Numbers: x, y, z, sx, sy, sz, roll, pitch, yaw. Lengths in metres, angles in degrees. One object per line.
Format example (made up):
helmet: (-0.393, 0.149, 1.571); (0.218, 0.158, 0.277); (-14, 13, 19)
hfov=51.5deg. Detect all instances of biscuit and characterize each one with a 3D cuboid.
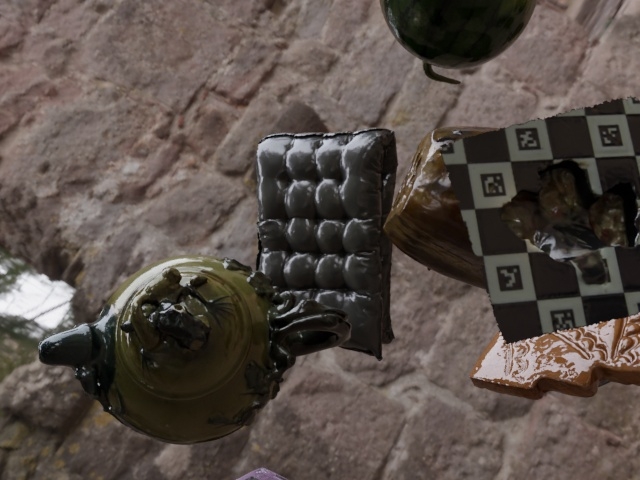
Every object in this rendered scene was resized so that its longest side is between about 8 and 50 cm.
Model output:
biscuit: (0.364, 0.146, 0.981); (0.306, 0.043, 0.284); (-25, 23, 10)

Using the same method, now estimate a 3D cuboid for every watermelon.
watermelon: (0.157, -0.293, 0.790); (0.188, 0.188, 0.215); (-54, -6, -51)

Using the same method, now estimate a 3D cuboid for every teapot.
teapot: (-0.102, 0.086, 0.583); (0.182, 0.269, 0.173); (101, 164, -71)

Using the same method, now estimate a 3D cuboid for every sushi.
sushi: (0.218, -0.017, 0.581); (0.210, 0.193, 0.040); (-13, -12, -13)

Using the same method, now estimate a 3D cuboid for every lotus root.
lotus root: (0.224, -0.033, 0.784); (0.193, 0.291, 0.193); (-162, 90, -77)

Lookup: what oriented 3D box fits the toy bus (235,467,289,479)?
toy bus: (-0.096, 0.431, 0.923); (0.108, 0.096, 0.199); (20, -92, -65)

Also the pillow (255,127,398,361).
pillow: (0.000, 0.000, 0.991); (0.101, 0.228, 0.326); (-10, -79, -59)

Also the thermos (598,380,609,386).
thermos: (0.446, 0.112, 1.202); (0.176, 0.265, 0.146); (-39, -5, -35)
